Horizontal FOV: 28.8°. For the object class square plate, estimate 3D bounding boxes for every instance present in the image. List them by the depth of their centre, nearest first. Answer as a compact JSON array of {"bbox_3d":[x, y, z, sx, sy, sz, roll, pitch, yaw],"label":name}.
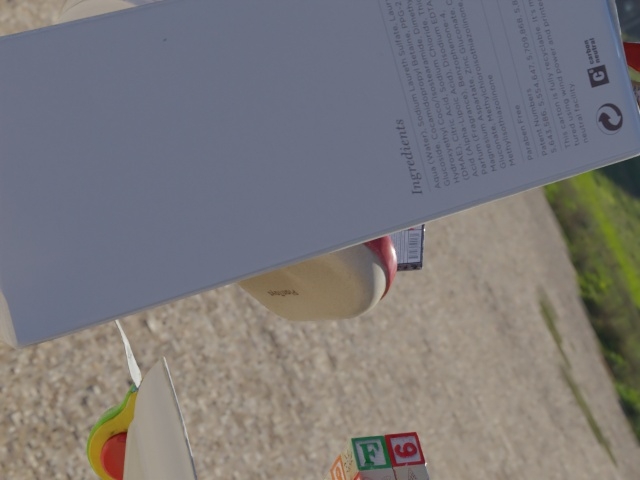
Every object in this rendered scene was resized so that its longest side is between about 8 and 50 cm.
[{"bbox_3d":[-0.182,0.363,1.381,0.344,0.049,0.347,-116,-149,-57],"label":"square plate"}]

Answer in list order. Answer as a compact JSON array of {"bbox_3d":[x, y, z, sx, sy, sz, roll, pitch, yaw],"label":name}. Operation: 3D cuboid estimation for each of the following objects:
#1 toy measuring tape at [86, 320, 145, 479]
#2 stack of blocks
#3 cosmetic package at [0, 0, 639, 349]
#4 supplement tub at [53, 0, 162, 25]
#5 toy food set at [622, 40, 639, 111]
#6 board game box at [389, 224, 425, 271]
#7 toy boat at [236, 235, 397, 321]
[{"bbox_3d":[-0.287,0.227,1.714,0.121,0.121,0.330,-68,138,-74],"label":"toy measuring tape"},{"bbox_3d":[0.055,0.379,1.521,0.297,0.087,0.171,114,-32,-52],"label":"stack of blocks"},{"bbox_3d":[-0.035,-0.065,0.733,0.217,0.385,0.156,-6,-81,66],"label":"cosmetic package"},{"bbox_3d":[-0.209,-0.268,1.659,0.235,0.235,0.325,58,26,-15],"label":"supplement tub"},{"bbox_3d":[0.387,-0.232,1.489,0.104,0.232,0.111,16,15,-1],"label":"toy food set"},{"bbox_3d":[0.005,-0.073,1.905,0.141,0.291,0.232,-144,-126,-65],"label":"board game box"},{"bbox_3d":[0.000,0.000,1.420,0.151,0.151,0.231,40,-24,-23],"label":"toy boat"}]
